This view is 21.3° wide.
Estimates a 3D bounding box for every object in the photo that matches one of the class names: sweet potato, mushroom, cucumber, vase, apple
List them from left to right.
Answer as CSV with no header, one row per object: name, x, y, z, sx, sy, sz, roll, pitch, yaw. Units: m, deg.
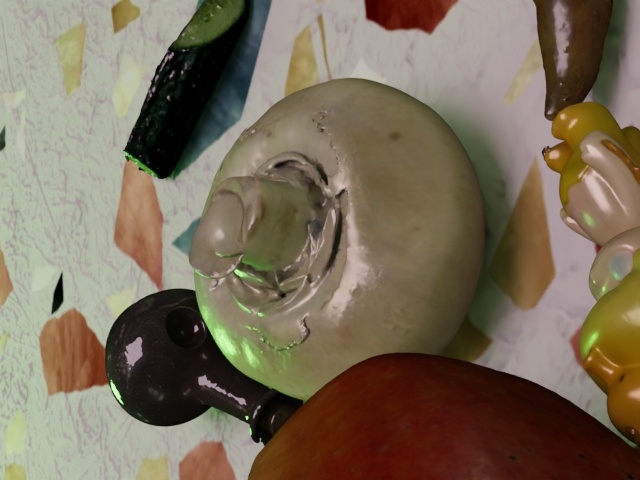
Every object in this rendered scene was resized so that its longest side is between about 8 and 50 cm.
cucumber,-0.125,-0.141,1.537,0.046,0.070,0.220,34,114,18
vase,-0.094,0.114,1.410,0.183,0.120,0.120,26,103,35
mushroom,0.000,0.000,1.238,0.246,0.202,0.246,-8,78,40
apple,0.099,0.233,0.963,0.365,0.295,0.329,-115,24,-51
sweet potato,0.169,-0.211,1.180,0.067,0.067,0.274,-18,65,49

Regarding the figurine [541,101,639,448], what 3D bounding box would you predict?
figurine,0.203,0.025,1.037,0.156,0.131,0.246,94,160,-58
